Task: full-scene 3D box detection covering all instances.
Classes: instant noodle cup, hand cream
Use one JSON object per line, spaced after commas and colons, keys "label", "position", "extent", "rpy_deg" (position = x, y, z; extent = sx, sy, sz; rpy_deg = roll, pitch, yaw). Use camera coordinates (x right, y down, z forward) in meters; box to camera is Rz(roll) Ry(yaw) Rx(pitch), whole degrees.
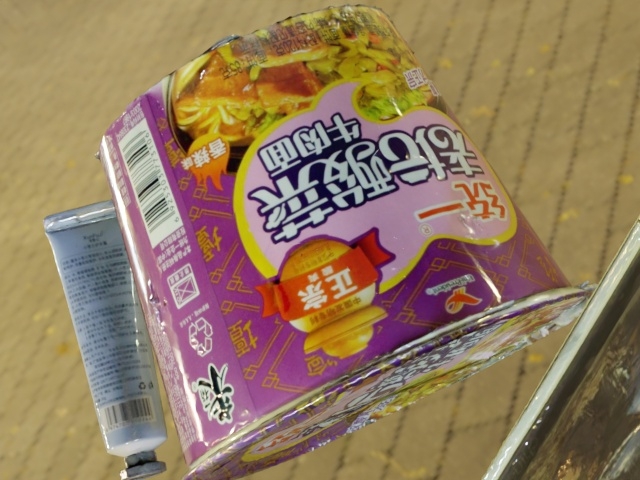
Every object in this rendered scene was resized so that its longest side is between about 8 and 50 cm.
{"label": "instant noodle cup", "position": [0.000, 0.000, 1.124], "extent": [0.340, 0.266, 0.340], "rpy_deg": [-24, -13, -6]}
{"label": "hand cream", "position": [-0.184, 0.088, 1.352], "extent": [0.088, 0.256, 0.055], "rpy_deg": [-14, -12, -1]}

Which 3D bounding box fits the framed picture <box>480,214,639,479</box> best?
{"label": "framed picture", "position": [0.127, 0.147, 0.722], "extent": [0.296, 0.019, 0.232], "rpy_deg": [-63, 22, 18]}
